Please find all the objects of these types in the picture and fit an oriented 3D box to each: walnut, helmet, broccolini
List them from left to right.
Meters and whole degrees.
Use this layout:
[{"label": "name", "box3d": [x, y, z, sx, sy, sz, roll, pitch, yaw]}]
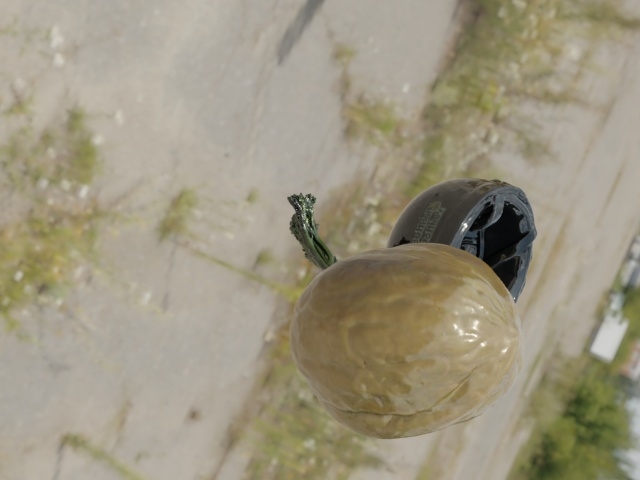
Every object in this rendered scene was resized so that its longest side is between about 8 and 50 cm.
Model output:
[{"label": "broccolini", "box3d": [0.002, 0.003, 1.820, 0.062, 0.123, 0.271, -36, -163, -1]}, {"label": "walnut", "box3d": [0.096, 0.104, 1.465, 0.225, 0.261, 0.225, 10, 78, -57]}, {"label": "helmet", "box3d": [0.174, 0.032, 1.916, 0.279, 0.160, 0.230, -60, 143, -4]}]
